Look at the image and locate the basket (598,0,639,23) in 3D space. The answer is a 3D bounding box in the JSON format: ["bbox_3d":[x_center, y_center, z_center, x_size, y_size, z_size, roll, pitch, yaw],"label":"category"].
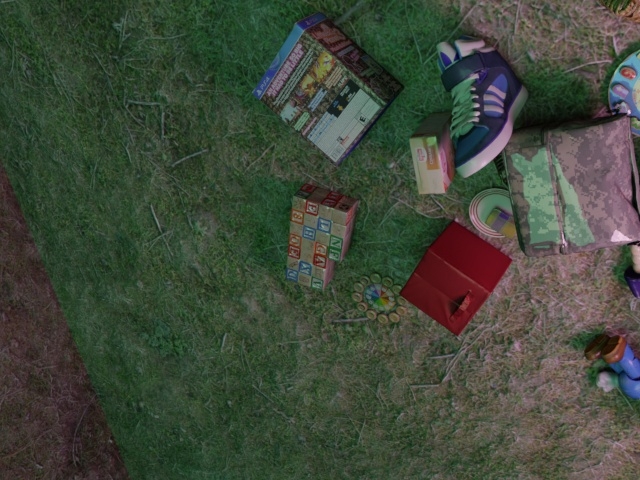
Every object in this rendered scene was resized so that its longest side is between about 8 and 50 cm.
[{"bbox_3d":[0.646,-0.577,1.177,0.299,0.223,0.214,-54,54,39],"label":"basket"}]

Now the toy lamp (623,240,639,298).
[{"bbox_3d":[0.748,0.013,1.494,0.080,0.080,0.275,-8,116,31],"label":"toy lamp"}]

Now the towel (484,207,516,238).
[{"bbox_3d":[0.472,-0.044,1.626,0.083,0.009,0.060,30,129,8],"label":"towel"}]

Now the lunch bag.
[{"bbox_3d":[0.565,-0.121,1.392,0.255,0.212,0.305,-7,100,32],"label":"lunch bag"}]

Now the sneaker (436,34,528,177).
[{"bbox_3d":[0.310,-0.312,1.373,0.236,0.323,0.130,43,147,-11],"label":"sneaker"}]

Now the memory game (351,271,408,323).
[{"bbox_3d":[0.182,0.179,1.933,0.186,0.012,0.186,13,124,21],"label":"memory game"}]

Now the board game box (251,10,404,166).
[{"bbox_3d":[0.017,-0.380,1.594,0.291,0.141,0.232,42,129,-1],"label":"board game box"}]

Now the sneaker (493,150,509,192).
[{"bbox_3d":[0.458,-0.181,1.530,0.066,0.071,0.188,-25,106,36],"label":"sneaker"}]

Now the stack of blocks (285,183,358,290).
[{"bbox_3d":[0.000,0.000,1.870,0.171,0.087,0.297,19,126,16],"label":"stack of blocks"}]

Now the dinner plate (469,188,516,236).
[{"bbox_3d":[0.456,-0.073,1.632,0.141,0.017,0.141,14,124,21],"label":"dinner plate"}]

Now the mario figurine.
[{"bbox_3d":[0.821,0.402,1.626,0.320,0.198,0.170,45,116,1],"label":"mario figurine"}]

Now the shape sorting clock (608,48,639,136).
[{"bbox_3d":[0.719,-0.313,1.333,0.206,0.040,0.206,13,124,20],"label":"shape sorting clock"}]

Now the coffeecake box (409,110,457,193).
[{"bbox_3d":[0.283,-0.215,1.528,0.068,0.185,0.142,0,119,28],"label":"coffeecake box"}]

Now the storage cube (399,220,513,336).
[{"bbox_3d":[0.357,0.097,1.670,0.193,0.215,0.184,36,130,12],"label":"storage cube"}]
